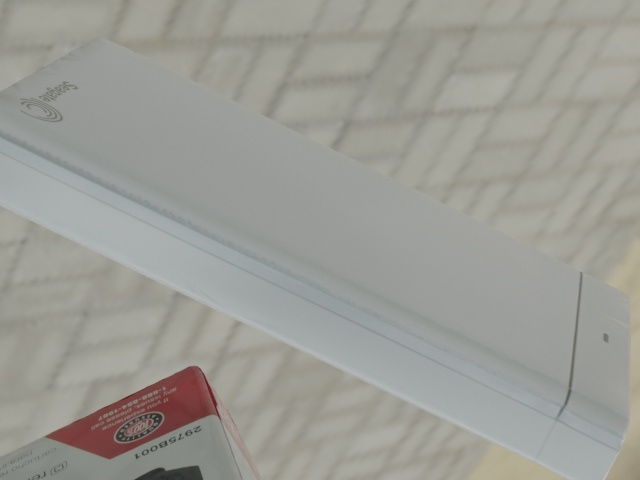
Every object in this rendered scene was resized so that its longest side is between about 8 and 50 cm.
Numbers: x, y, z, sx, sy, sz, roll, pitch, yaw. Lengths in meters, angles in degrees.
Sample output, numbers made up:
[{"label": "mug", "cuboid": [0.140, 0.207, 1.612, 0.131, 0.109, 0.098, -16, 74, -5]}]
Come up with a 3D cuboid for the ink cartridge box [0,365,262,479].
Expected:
[{"label": "ink cartridge box", "cuboid": [-0.069, 0.134, 0.618, 0.127, 0.175, 0.072, -25, 116, -3]}]

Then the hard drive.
[{"label": "hard drive", "cuboid": [0.000, 0.000, 0.969, 0.233, 0.353, 0.047, -57, 172, -72]}]
